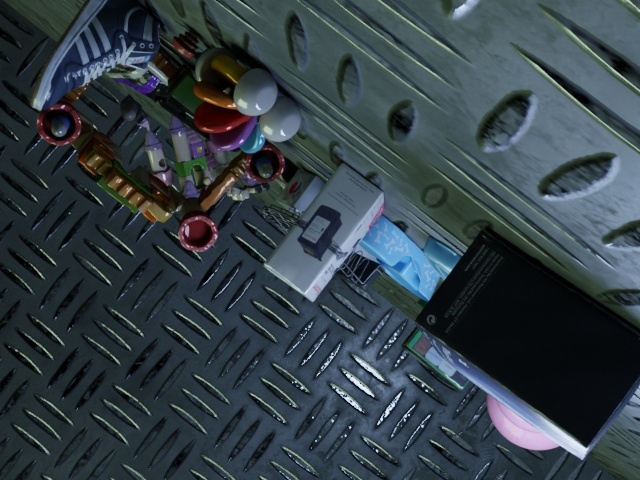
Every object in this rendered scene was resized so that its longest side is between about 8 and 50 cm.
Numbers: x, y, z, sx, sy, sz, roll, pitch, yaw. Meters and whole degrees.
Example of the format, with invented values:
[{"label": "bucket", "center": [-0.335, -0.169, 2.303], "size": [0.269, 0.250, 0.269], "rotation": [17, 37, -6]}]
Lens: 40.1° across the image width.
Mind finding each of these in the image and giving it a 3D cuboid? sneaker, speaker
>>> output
[{"label": "sneaker", "center": [-0.100, -0.176, 2.102], "size": [0.178, 0.072, 0.077], "rotation": [30, 164, 0]}, {"label": "speaker", "center": [-0.368, -0.402, 1.909], "size": [0.136, 0.055, 0.055], "rotation": [40, 175, -33]}, {"label": "sneaker", "center": [-0.428, -0.397, 2.145], "size": [0.146, 0.102, 0.293], "rotation": [40, 176, -30]}, {"label": "sneaker", "center": [-0.390, -0.321, 1.563], "size": [0.153, 0.282, 0.099], "rotation": [32, 156, -16]}]

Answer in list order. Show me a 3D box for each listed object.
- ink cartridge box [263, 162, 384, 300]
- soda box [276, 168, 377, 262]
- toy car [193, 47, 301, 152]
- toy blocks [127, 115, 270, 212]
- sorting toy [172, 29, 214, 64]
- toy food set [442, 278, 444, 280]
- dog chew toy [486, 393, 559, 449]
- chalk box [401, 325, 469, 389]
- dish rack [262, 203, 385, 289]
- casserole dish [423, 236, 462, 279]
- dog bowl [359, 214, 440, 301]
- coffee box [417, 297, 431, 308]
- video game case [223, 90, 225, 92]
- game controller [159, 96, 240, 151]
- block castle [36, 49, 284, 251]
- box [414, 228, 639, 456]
[{"label": "ink cartridge box", "center": [0.012, -0.009, 1.646], "size": [0.100, 0.237, 0.172], "rotation": [37, 176, 9]}, {"label": "soda box", "center": [0.033, -0.043, 2.071], "size": [0.286, 0.098, 0.091], "rotation": [40, 173, -32]}, {"label": "toy car", "center": [-0.133, -0.209, 1.401], "size": [0.159, 0.136, 0.182], "rotation": [34, 175, 39]}, {"label": "toy blocks", "center": [-0.358, -0.235, 2.462], "size": [0.308, 0.288, 0.260], "rotation": [6, 112, 44]}, {"label": "sorting toy", "center": [-0.203, -0.324, 1.491], "size": [0.102, 0.042, 0.061], "rotation": [25, -158, -46]}, {"label": "toy food set", "center": [0.348, 0.138, 1.843], "size": [0.132, 0.038, 0.192], "rotation": [23, 160, 48]}, {"label": "dog chew toy", "center": [0.439, 0.303, 1.764], "size": [0.206, 0.207, 0.332], "rotation": [36, 168, 22]}, {"label": "chalk box", "center": [0.332, 0.250, 2.203], "size": [0.180, 0.179, 0.289], "rotation": [39, 175, 5]}, {"label": "dish rack", "center": [0.000, 0.000, 1.898], "size": [0.208, 0.074, 0.271], "rotation": [23, 163, 41]}, {"label": "casserole dish", "center": [0.254, 0.055, 1.686], "size": [0.114, 0.037, 0.188], "rotation": [36, 177, 31]}, {"label": "dog bowl", "center": [0.158, 0.024, 1.917], "size": [0.297, 0.074, 0.166], "rotation": [42, 174, -38]}, {"label": "coffee box", "center": [0.375, 0.231, 2.551], "size": [0.184, 0.040, 0.113], "rotation": [35, 175, 46]}, {"label": "video game case", "center": [-0.136, -0.258, 1.719], "size": [0.157, 0.019, 0.143], "rotation": [38, 176, 0]}, {"label": "game controller", "center": [-0.334, -0.345, 2.317], "size": [0.319, 0.067, 0.166], "rotation": [35, 161, 28]}, {"label": "block castle", "center": [-0.328, -0.210, 1.818], "size": [0.453, 0.303, 0.213], "rotation": [40, -170, -26]}, {"label": "box", "center": [0.324, 0.168, 1.320], "size": [0.294, 0.183, 0.296], "rotation": [35, 175, 22]}]
